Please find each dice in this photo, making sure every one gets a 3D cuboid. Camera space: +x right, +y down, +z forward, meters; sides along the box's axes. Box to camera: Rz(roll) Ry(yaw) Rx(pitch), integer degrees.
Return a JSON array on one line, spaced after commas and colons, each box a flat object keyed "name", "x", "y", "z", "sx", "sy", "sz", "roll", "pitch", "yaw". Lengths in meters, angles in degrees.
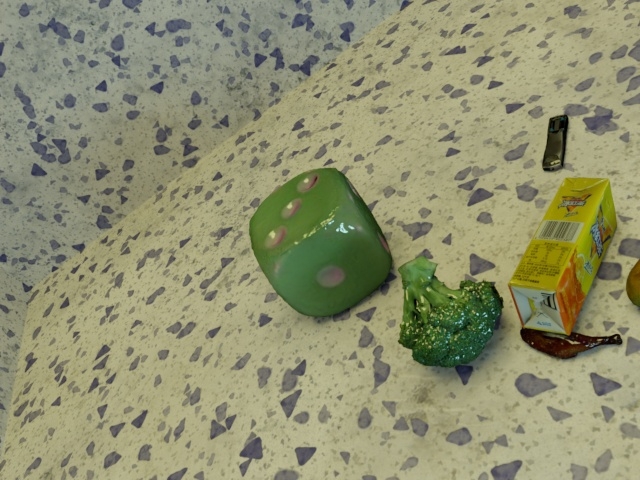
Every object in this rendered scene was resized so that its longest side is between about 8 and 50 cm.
[{"name": "dice", "x": 0.000, "y": 0.000, "z": 1.700, "sx": 0.322, "sy": 0.318, "sz": 0.330, "roll": -30, "pitch": 37, "yaw": 13}]

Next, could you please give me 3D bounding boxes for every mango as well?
[{"name": "mango", "x": 0.712, "y": 0.070, "z": 1.212, "sx": 0.165, "sy": 0.089, "sz": 0.115, "roll": -31, "pitch": 47, "yaw": 17}]

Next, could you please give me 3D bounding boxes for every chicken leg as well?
[{"name": "chicken leg", "x": 0.530, "y": 0.211, "z": 1.255, "sx": 0.205, "sy": 0.053, "sz": 0.093, "roll": 18, "pitch": 50, "yaw": 44}]

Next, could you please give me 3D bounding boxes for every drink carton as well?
[{"name": "drink carton", "x": 0.548, "y": 0.027, "z": 1.298, "sx": 0.111, "sy": 0.155, "sz": 0.351, "roll": 7, "pitch": 48, "yaw": 42}]

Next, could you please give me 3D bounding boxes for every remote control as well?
[{"name": "remote control", "x": 0.668, "y": -0.280, "z": 1.654, "sx": 0.059, "sy": 0.028, "sz": 0.212, "roll": -6, "pitch": 48, "yaw": 35}]

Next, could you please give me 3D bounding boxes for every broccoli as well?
[{"name": "broccoli", "x": 0.281, "y": 0.162, "z": 1.362, "sx": 0.270, "sy": 0.270, "sz": 0.270, "roll": -34, "pitch": 81, "yaw": 8}]
